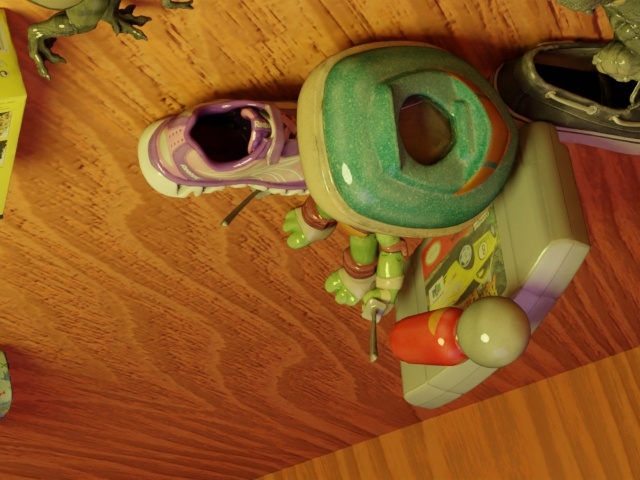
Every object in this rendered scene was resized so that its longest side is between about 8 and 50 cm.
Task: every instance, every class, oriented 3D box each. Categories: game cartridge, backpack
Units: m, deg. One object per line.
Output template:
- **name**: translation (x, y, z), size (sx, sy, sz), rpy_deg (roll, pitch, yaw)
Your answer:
- **game cartridge**: translation (0.167, 0.038, 1.453), size (0.060, 0.196, 0.294), rpy_deg (15, 135, -24)
- **backpack**: translation (-0.454, 0.198, 1.828), size (0.084, 0.105, 0.114), rpy_deg (-1, 153, -39)

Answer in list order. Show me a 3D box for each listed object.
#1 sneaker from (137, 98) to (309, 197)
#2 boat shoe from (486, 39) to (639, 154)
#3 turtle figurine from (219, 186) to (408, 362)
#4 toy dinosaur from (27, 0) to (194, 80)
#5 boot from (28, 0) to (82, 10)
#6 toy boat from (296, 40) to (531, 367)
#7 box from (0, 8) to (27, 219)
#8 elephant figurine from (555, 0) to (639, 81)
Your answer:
- **sneaker**: translation (-0.050, -0.097, 1.341), size (0.236, 0.095, 0.104), rpy_deg (-8, 167, -23)
- **boat shoe**: translation (0.318, -0.162, 1.480), size (0.301, 0.108, 0.102), rpy_deg (3, 155, -28)
- **turtle figurine**: translation (0.000, 0.000, 1.528), size (0.198, 0.274, 0.266), rpy_deg (20, 162, 1)
- **toy dinosaur**: translation (-0.176, -0.186, 1.071), size (0.268, 0.064, 0.118), rpy_deg (-9, 153, -15)
- **boot**: translation (-0.123, -0.261, 0.777), size (0.284, 0.138, 0.377), rpy_deg (-21, 164, 16)
- **toy boat**: translation (0.113, -0.035, 1.322), size (0.267, 0.318, 0.148), rpy_deg (-9, 179, -43)
- **box**: translation (-0.294, -0.096, 1.177), size (0.058, 0.087, 0.232), rpy_deg (-11, 159, -21)
- **elephant figurine**: translation (0.248, -0.238, 1.149), size (0.239, 0.186, 0.169), rpy_deg (32, 96, -33)
